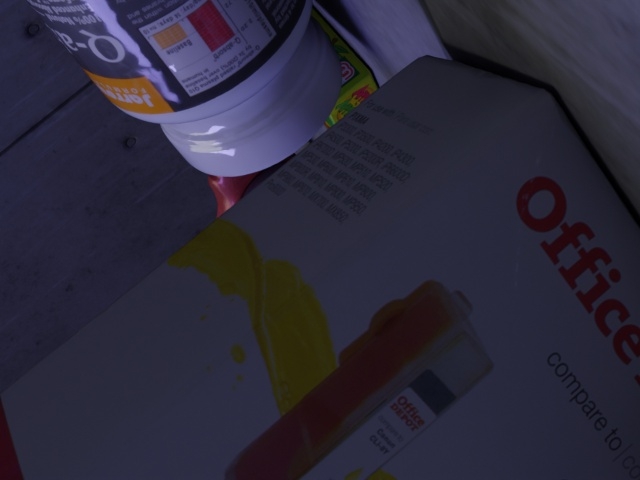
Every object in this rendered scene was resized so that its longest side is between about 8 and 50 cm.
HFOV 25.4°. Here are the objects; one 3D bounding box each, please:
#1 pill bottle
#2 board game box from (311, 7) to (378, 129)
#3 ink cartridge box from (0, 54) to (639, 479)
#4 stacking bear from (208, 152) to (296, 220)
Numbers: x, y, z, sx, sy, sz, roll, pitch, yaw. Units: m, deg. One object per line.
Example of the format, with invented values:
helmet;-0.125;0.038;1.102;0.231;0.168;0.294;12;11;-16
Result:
pill bottle;-0.102;-0.175;0.902;0.162;0.162;0.278;49;177;46
board game box;-0.022;-0.156;1.095;0.181;0.043;0.092;51;178;24
ink cartridge box;0.012;0.131;0.718;0.279;0.384;0.160;52;175;-21
stacking bear;0.000;0.000;1.820;0.289;0.164;0.175;35;131;43
